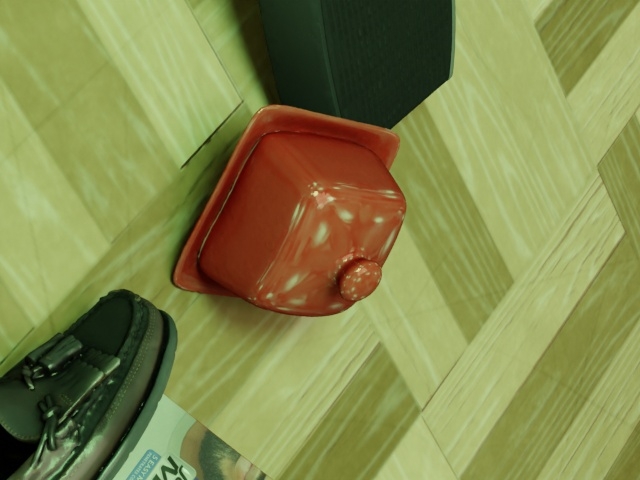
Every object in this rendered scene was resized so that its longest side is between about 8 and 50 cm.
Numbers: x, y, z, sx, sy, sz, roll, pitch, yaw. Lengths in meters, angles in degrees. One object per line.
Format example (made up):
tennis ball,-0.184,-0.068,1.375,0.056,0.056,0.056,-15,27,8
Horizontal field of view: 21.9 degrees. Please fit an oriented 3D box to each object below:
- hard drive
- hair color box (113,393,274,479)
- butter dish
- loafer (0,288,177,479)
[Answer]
hard drive,0.032,-0.184,1.231,0.172,0.054,0.255,-42,141,-28
hair color box,-0.084,0.189,1.140,0.167,0.053,0.093,39,60,-6
butter dish,0.000,0.000,1.199,0.160,0.118,0.160,9,118,-45
loafer,-0.200,0.141,1.039,0.095,0.109,0.302,49,61,-31
